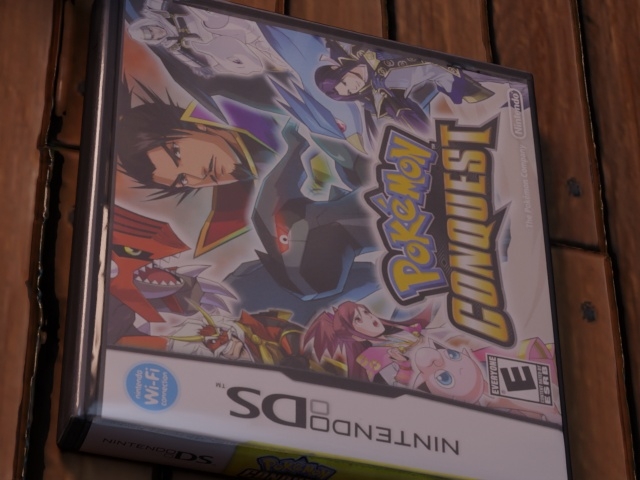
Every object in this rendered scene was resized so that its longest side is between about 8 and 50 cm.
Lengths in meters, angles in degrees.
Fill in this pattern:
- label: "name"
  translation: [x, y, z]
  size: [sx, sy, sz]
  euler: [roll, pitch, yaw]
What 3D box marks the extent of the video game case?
- label: "video game case"
  translation: [0.000, 0.000, 0.982]
  size: [0.248, 0.035, 0.275]
  euler: [11, 53, -16]
